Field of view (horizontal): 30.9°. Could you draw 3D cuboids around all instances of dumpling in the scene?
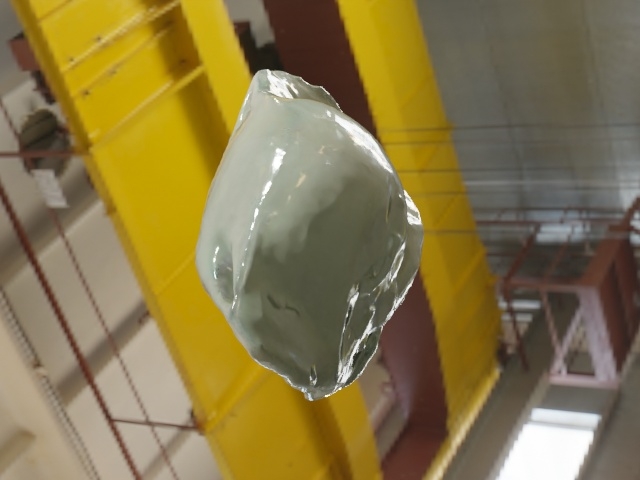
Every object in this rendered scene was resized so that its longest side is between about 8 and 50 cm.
[{"bbox_3d":[0.000,0.000,0.667,0.151,0.124,0.229,42,-139,-28],"label":"dumpling"}]
